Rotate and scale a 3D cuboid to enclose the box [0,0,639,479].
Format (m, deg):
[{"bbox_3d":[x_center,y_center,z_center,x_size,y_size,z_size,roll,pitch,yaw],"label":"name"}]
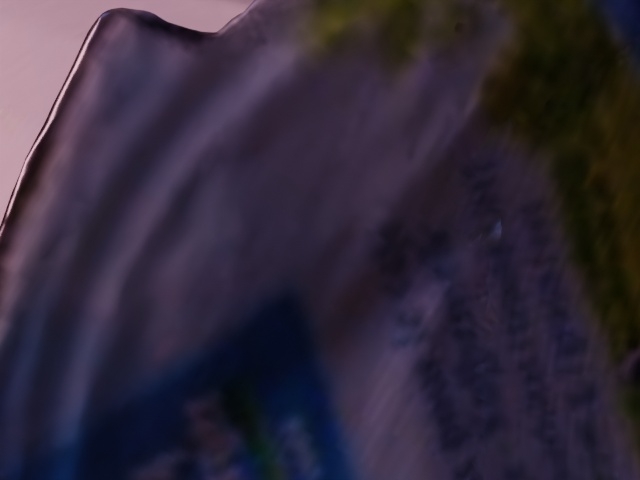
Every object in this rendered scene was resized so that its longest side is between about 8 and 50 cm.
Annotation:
[{"bbox_3d":[0.000,0.000,0.547,0.291,0.262,0.206,-34,33,-22],"label":"box"}]
